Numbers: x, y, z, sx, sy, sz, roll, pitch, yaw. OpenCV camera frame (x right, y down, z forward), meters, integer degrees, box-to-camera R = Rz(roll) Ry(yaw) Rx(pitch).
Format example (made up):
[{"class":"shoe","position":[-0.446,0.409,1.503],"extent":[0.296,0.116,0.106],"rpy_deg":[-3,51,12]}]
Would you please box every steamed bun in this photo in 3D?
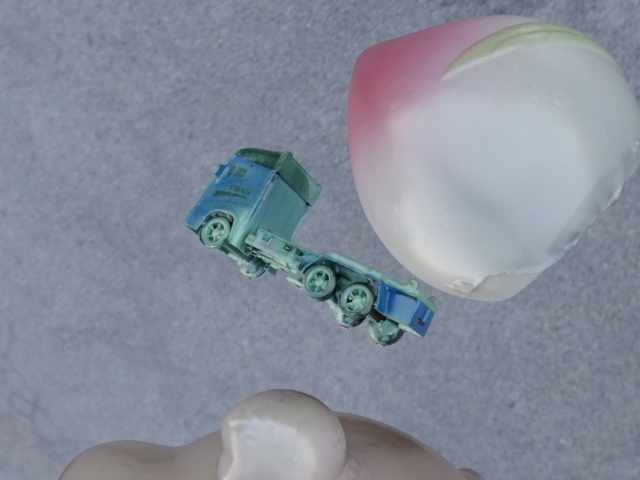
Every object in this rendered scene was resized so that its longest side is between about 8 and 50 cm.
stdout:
[{"class":"steamed bun","position":[0.155,-0.107,0.894],"extent":[0.309,0.309,0.309],"rpy_deg":[13,127,19]}]

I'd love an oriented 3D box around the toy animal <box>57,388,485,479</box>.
[{"class":"toy animal","position":[-0.051,0.178,0.383],"extent":[0.277,0.345,0.247],"rpy_deg":[8,88,31]}]

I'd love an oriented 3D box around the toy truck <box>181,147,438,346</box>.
[{"class":"toy truck","position":[0.000,0.000,0.546],"extent":[0.175,0.081,0.067],"rpy_deg":[24,170,33]}]
